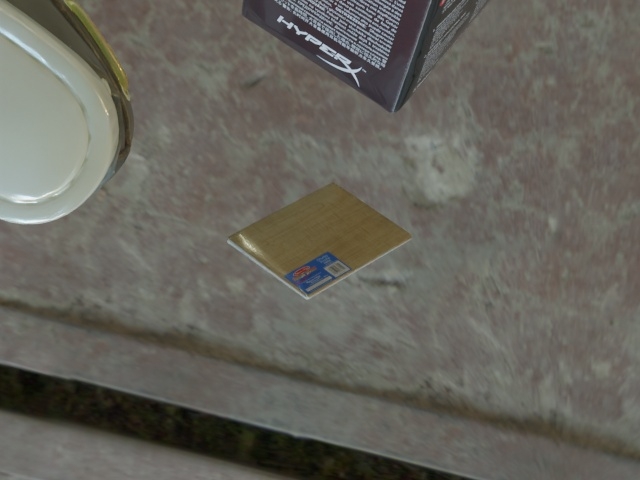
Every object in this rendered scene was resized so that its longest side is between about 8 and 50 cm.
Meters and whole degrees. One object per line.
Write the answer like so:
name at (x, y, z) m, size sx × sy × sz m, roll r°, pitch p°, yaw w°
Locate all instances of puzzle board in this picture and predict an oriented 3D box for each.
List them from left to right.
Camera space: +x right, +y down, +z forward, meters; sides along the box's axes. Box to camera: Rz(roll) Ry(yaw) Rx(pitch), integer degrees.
puzzle board at (0.000, 0.000, 1.135) m, size 0.096 × 0.011 × 0.128 m, roll 36°, pitch 47°, yaw 30°

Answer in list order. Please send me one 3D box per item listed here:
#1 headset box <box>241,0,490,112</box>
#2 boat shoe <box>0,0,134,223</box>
headset box at (0.078, -0.238, 0.659) m, size 0.110 × 0.293 × 0.218 m, roll 34°, pitch 61°, yaw 10°
boat shoe at (-0.208, -0.130, 0.610) m, size 0.305 × 0.091 × 0.109 m, roll 43°, pitch 104°, yaw -4°
